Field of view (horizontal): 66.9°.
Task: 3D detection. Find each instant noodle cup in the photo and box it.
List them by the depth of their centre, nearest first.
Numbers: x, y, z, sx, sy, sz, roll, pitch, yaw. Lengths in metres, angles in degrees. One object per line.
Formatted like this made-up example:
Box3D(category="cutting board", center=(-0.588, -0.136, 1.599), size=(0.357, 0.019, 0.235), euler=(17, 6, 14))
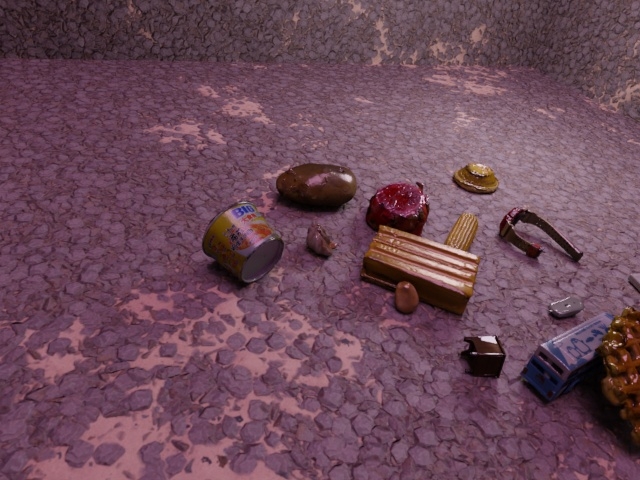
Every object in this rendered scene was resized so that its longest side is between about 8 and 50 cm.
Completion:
Box3D(category="instant noodle cup", center=(-0.204, 0.011, 1.355), size=(0.153, 0.204, 0.205), euler=(40, 46, 22))

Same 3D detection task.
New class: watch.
Box3D(category="watch", center=(0.748, -0.007, 1.668), size=(0.165, 0.102, 0.268), euler=(-24, 56, -27))

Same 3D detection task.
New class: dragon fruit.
Box3D(category="dragon fruit", center=(0.277, -0.108, 1.643), size=(0.211, 0.146, 0.282), euler=(-18, 43, -32))

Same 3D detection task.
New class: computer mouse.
Box3D(category="computer mouse", center=(0.717, 0.201, 1.423), size=(0.110, 0.032, 0.055), euler=(-14, 40, -12))

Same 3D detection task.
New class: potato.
Box3D(category="potato", center=(0.238, 0.157, 1.346), size=(0.068, 0.083, 0.062), euler=(-14, 18, -26))
Box3D(category="potato", center=(-0.009, -0.201, 1.711), size=(0.297, 0.141, 0.191), euler=(-5, 36, -14))

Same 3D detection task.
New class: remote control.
Box3D(category="remote control", center=(1.071, 0.174, 1.533), size=(0.088, 0.029, 0.190), euler=(-1, 38, -13))

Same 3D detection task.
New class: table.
Box3D(category="table", center=(0.400, 0.287, 1.203), size=(0.082, 0.083, 0.070), euler=(0, 34, -1))

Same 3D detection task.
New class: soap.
Box3D(category="soap", center=(0.293, 0.081, 1.437), size=(0.325, 0.096, 0.204), euler=(20, 38, 15))

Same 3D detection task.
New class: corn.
Box3D(category="corn", center=(0.464, -0.009, 1.604), size=(0.081, 0.081, 0.248), euler=(23, 39, 18))

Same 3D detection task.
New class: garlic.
Box3D(category="garlic", center=(-0.004, 0.001, 1.498), size=(0.074, 0.094, 0.113), euler=(-44, 58, 1))

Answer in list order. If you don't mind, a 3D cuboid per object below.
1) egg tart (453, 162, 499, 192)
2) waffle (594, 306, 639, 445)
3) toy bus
Box3D(category="egg tart", center=(0.645, -0.265, 1.990), size=(0.192, 0.074, 0.191), euler=(7, 35, -5))
Box3D(category="waffle", center=(0.769, 0.323, 1.127), size=(0.302, 0.068, 0.325), euler=(43, 55, -4))
Box3D(category="toy bus", center=(0.646, 0.286, 1.214), size=(0.298, 0.130, 0.106), euler=(-15, 42, -29))
